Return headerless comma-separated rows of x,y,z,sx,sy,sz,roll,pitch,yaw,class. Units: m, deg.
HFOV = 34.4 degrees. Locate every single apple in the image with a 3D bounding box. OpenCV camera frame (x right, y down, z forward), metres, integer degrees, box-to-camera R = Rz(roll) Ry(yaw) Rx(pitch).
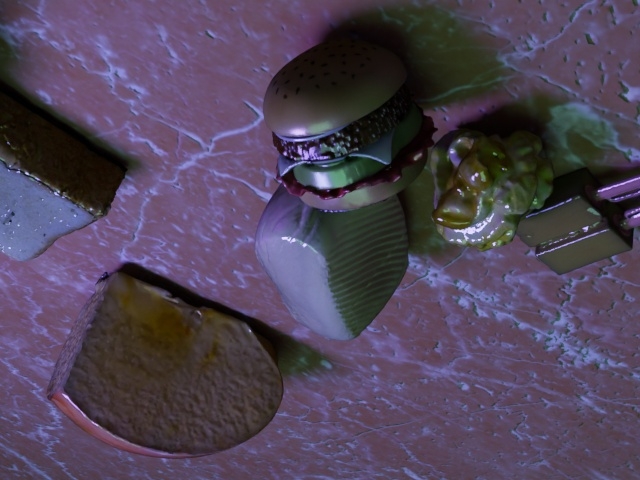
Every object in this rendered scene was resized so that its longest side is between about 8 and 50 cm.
-0.227,0.197,1.556,0.309,0.314,0.252,30,103,-15,apple

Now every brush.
0.317,-0.038,1.087,0.103,0.047,0.233,39,140,-25,brush

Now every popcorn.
0.172,-0.054,1.070,0.126,0.125,0.145,18,167,-19,popcorn

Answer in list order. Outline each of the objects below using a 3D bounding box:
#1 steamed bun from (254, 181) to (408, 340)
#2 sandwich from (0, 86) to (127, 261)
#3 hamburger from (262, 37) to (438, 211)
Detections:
0.000,0.000,1.200,0.153,0.170,0.238,22,152,30,steamed bun
-0.425,-0.096,1.317,0.273,0.095,0.249,36,144,-25,sandwich
0.019,-0.123,1.017,0.175,0.175,0.137,-3,127,29,hamburger
